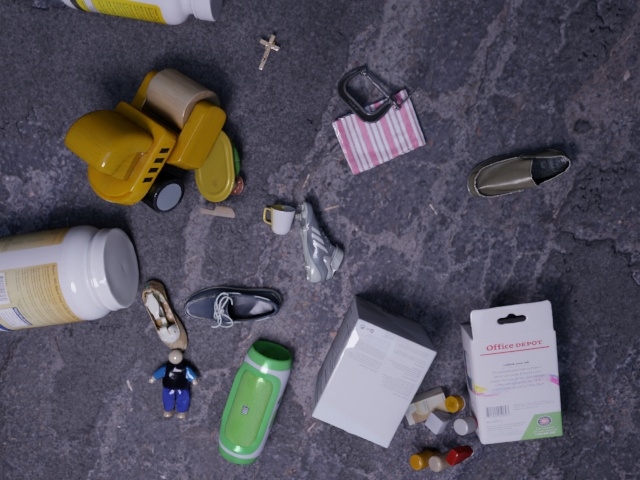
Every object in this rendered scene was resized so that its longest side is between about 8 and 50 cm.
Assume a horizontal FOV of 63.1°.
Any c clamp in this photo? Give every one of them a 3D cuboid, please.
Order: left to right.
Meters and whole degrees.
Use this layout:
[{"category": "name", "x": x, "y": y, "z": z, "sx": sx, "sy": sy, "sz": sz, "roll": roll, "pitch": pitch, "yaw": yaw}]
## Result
[{"category": "c clamp", "x": 0.124, "y": -0.352, "z": 1.238, "sx": 0.160, "sy": 0.022, "sz": 0.137, "roll": 42, "pitch": 94, "yaw": 8}]

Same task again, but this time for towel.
[{"category": "towel", "x": 0.143, "y": -0.261, "z": 1.265, "sx": 0.197, "sy": 0.029, "sz": 0.144, "roll": -23, "pitch": 99, "yaw": 5}]

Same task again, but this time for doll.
[{"category": "doll", "x": -0.385, "y": 0.374, "z": 1.370, "sx": 0.129, "sy": 0.046, "sz": 0.189, "roll": 7, "pitch": 108, "yaw": -1}]

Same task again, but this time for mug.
[{"category": "mug", "x": -0.100, "y": -0.053, "z": 1.301, "sx": 0.062, "sy": 0.078, "sz": 0.064, "roll": -3, "pitch": 112, "yaw": -31}]

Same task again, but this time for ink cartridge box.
[{"category": "ink cartridge box", "x": 0.474, "y": 0.313, "z": 1.312, "sx": 0.207, "sy": 0.119, "sz": 0.354, "roll": -8, "pitch": 101, "yaw": 3}]

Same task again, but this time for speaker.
[{"category": "speaker", "x": -0.170, "y": 0.416, "z": 1.344, "sx": 0.131, "sy": 0.131, "sz": 0.297, "roll": 19, "pitch": 100, "yaw": -2}]

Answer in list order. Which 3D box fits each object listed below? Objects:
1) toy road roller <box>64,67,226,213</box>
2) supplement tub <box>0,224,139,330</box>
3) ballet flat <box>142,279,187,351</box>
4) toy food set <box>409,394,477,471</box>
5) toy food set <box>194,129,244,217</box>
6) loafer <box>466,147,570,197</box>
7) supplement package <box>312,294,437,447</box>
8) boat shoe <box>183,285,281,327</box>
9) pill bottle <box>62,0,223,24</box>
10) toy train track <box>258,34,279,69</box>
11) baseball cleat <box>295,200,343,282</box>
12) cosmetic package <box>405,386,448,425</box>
[{"category": "toy road roller", "x": -0.394, "y": -0.233, "z": 1.152, "sx": 0.202, "sy": 0.240, "sz": 0.330, "roll": 34, "pitch": 95, "yaw": 22}, {"category": "supplement tub", "x": -0.623, "y": 0.086, "z": 1.244, "sx": 0.316, "sy": 0.228, "sz": 0.228, "roll": -8, "pitch": 100, "yaw": 3}, {"category": "ballet flat", "x": -0.407, "y": 0.204, "z": 1.341, "sx": 0.073, "sy": 0.067, "sz": 0.206, "roll": -24, "pitch": 99, "yaw": 3}, {"category": "toy food set", "x": 0.335, "y": 0.504, "z": 1.337, "sx": 0.104, "sy": 0.111, "sz": 0.232, "roll": 8, "pitch": 109, "yaw": -45}, {"category": "toy food set", "x": -0.240, "y": -0.165, "z": 1.277, "sx": 0.128, "sy": 0.071, "sz": 0.218, "roll": 0, "pitch": 96, "yaw": 33}, {"category": "loafer", "x": 0.475, "y": -0.165, "z": 1.244, "sx": 0.251, "sy": 0.087, "sz": 0.094, "roll": -19, "pitch": 99, "yaw": 4}, {"category": "supplement package", "x": 0.122, "y": 0.312, "z": 1.281, "sx": 0.199, "sy": 0.198, "sz": 0.263, "roll": 24, "pitch": 99, "yaw": -4}, {"category": "boat shoe", "x": -0.227, "y": 0.172, "z": 1.325, "sx": 0.254, "sy": 0.079, "sz": 0.095, "roll": 1, "pitch": 100, "yaw": 1}, {"category": "pill bottle", "x": -0.388, "y": -0.581, "z": 1.141, "sx": 0.333, "sy": 0.188, "sz": 0.188, "roll": 10, "pitch": 100, "yaw": -1}, {"category": "toy train track", "x": -0.128, "y": -0.450, "z": 1.247, "sx": 0.048, "sy": 0.014, "sz": 0.083, "roll": 22, "pitch": 106, "yaw": -10}, {"category": "baseball cleat", "x": 0.000, "y": 0.000, "z": 1.305, "sx": 0.109, "sy": 0.072, "sz": 0.206, "roll": -7, "pitch": 102, "yaw": -14}, {"category": "cosmetic package", "x": 0.277, "y": 0.437, "z": 1.379, "sx": 0.115, "sy": 0.041, "sz": 0.060, "roll": -22, "pitch": 99, "yaw": 5}]
